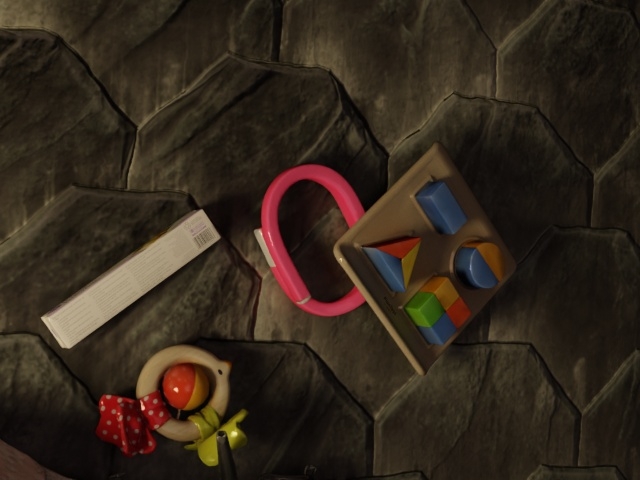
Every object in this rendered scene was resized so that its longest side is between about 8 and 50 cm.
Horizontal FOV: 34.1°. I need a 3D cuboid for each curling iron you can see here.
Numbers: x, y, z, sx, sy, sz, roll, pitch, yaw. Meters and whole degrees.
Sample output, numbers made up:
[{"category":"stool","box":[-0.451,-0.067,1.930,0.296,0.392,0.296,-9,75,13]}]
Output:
[{"category":"curling iron","box":[-0.164,0.410,1.746,0.068,0.035,0.274,-21,140,-27]}]

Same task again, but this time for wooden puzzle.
[{"category":"wooden puzzle","box":[0.223,0.032,1.985,0.348,0.080,0.322,-47,113,-27]}]

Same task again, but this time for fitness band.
[{"category":"fitness band","box":[0.000,0.000,1.922,0.209,0.054,0.291,-32,104,-24]}]

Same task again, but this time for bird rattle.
[{"category":"bird rattle","box":[-0.247,0.280,1.779,0.253,0.143,0.207,15,70,-13]}]

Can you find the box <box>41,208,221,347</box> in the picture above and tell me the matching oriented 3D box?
[{"category":"box","box":[-0.315,0.060,1.756,0.324,0.063,0.067,-38,103,-22]}]

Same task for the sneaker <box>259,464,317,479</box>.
[{"category":"sneaker","box":[-0.093,0.500,1.838,0.268,0.101,0.153,-25,99,-31]}]

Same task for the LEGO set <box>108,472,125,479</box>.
[{"category":"LEGO set","box":[-0.353,0.424,1.753,0.083,0.023,0.054,-43,105,-8]}]

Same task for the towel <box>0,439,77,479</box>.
[{"category":"towel","box":[-0.459,0.390,1.531,0.317,0.332,0.053,35,96,-23]}]
